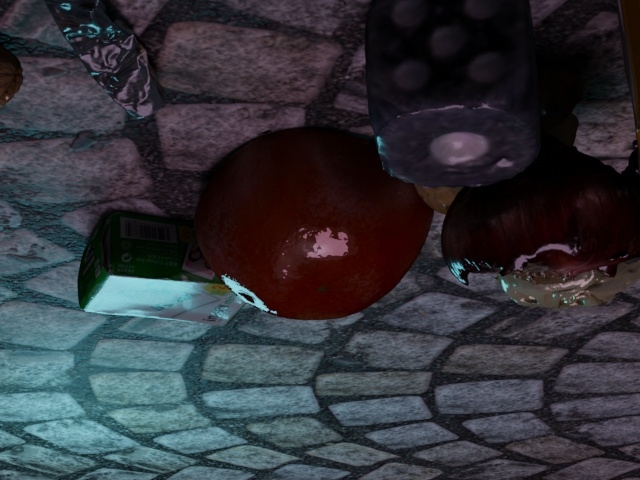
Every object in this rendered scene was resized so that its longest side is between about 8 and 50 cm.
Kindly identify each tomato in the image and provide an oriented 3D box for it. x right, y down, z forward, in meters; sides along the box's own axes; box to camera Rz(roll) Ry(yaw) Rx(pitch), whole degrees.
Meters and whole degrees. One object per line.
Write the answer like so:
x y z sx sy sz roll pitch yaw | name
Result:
-0.005 0.008 2.021 0.338 0.144 0.338 1 145 1 | tomato

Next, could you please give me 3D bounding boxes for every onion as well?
0.270 -0.046 1.767 0.272 0.195 0.272 -7 180 0 | onion

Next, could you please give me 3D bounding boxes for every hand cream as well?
-0.238 -0.207 1.707 0.075 0.052 0.248 -9 155 14 | hand cream

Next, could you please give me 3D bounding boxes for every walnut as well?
-0.387 -0.187 1.714 0.096 0.083 0.079 1 -173 12 | walnut

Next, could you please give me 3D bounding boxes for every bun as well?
0.359 0.033 2.179 0.229 0.145 0.229 -3 153 -2 | bun

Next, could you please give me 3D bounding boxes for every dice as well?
0.146 -0.174 1.648 0.181 0.183 0.182 -4 155 8 | dice

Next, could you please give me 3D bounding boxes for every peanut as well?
0.218 -0.104 1.899 0.236 0.110 0.120 -23 140 36 | peanut

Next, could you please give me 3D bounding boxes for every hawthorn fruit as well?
0.263 -0.180 1.809 0.103 0.067 0.066 17 173 41 | hawthorn fruit

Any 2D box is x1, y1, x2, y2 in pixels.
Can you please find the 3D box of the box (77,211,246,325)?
-0.218 0.044 2.213 0.250 0.103 0.180 8 155 -20 | box

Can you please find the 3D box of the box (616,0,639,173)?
0.421 -0.178 1.561 0.213 0.260 0.283 -6 156 12 | box

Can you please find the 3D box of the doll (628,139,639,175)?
0.485 -0.130 1.899 0.127 0.088 0.248 -16 171 -20 | doll
